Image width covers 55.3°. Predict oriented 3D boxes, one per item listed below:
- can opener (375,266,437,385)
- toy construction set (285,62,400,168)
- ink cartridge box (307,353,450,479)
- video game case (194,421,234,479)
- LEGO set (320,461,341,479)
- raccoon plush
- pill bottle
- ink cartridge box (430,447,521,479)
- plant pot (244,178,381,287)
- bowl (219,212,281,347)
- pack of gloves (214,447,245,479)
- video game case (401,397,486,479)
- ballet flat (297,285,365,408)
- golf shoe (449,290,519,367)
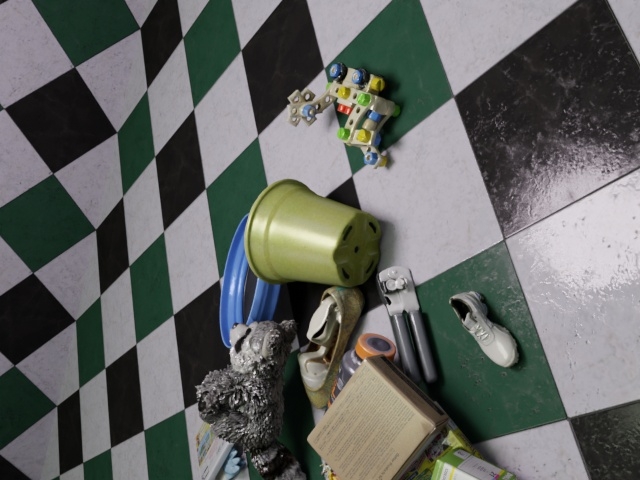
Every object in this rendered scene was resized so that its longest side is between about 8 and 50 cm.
[{"bbox_3d":[0.193,0.188,1.366,0.093,0.074,0.281,96,162,-63],"label":"can opener"},{"bbox_3d":[0.065,-0.329,1.540,0.327,0.151,0.215,30,108,37],"label":"toy construction set"},{"bbox_3d":[0.112,0.380,1.228,0.193,0.088,0.235,42,108,27],"label":"ink cartridge box"},{"bbox_3d":[-0.340,0.636,1.936,0.227,0.026,0.206,-62,30,24],"label":"video game case"},{"bbox_3d":[0.109,0.611,1.395,0.287,0.107,0.132,58,156,30],"label":"LEGO set"},{"bbox_3d":[-0.102,0.406,1.584,0.299,0.446,0.216,-39,14,17],"label":"raccoon plush"},{"bbox_3d":[0.095,0.332,1.379,0.130,0.130,0.246,41,123,46],"label":"pill bottle"},{"bbox_3d":[0.314,0.515,1.080,0.255,0.097,0.189,18,97,33],"label":"ink cartridge box"},{"bbox_3d":[0.000,0.000,1.495,0.253,0.276,0.276,13,94,39],"label":"plant pot"},{"bbox_3d":[-0.201,0.118,1.760,0.391,0.077,0.391,-169,90,-69],"label":"bowl"},{"bbox_3d":[-0.259,0.750,1.855,0.232,0.046,0.195,-56,44,43],"label":"pack of gloves"},{"bbox_3d":[0.214,0.501,1.226,0.275,0.035,0.248,-51,62,20],"label":"video game case"},{"bbox_3d":[0.005,0.268,1.533,0.123,0.123,0.349,36,112,47],"label":"ballet flat"},{"bbox_3d":[0.312,0.176,1.196,0.069,0.086,0.176,-55,48,27],"label":"golf shoe"}]
